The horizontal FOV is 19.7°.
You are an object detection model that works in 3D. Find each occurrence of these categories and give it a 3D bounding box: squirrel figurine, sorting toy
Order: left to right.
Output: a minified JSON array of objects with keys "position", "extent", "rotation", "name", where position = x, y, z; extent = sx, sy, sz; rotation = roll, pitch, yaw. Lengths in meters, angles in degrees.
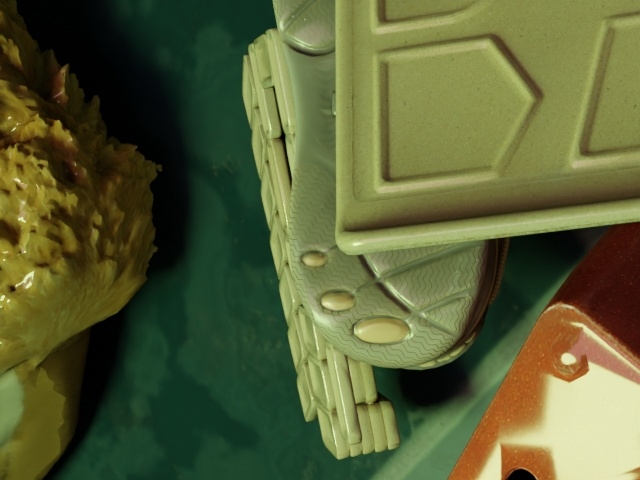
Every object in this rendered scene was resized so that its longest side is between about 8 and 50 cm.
[{"position":[-0.310,-0.038,1.299],"extent":[0.397,0.281,0.370],"rotation":[-47,59,23],"name":"squirrel figurine"},{"position":[0.157,-0.105,0.865],"extent":[0.307,0.041,0.229],"rotation":[-7,61,15],"name":"sorting toy"}]

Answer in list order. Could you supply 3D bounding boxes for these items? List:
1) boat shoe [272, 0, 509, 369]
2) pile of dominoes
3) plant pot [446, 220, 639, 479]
[{"position":[0.044,-0.101,1.004],"extent":[0.132,0.130,0.355],"rotation":[2,78,13],"name":"boat shoe"},{"position":[0.000,0.000,1.098],"extent":[0.196,0.040,0.251],"rotation":[-161,60,-81],"name":"pile of dominoes"},{"position":[0.200,0.120,0.868],"extent":[0.267,0.235,0.267],"rotation":[42,124,25],"name":"plant pot"}]
